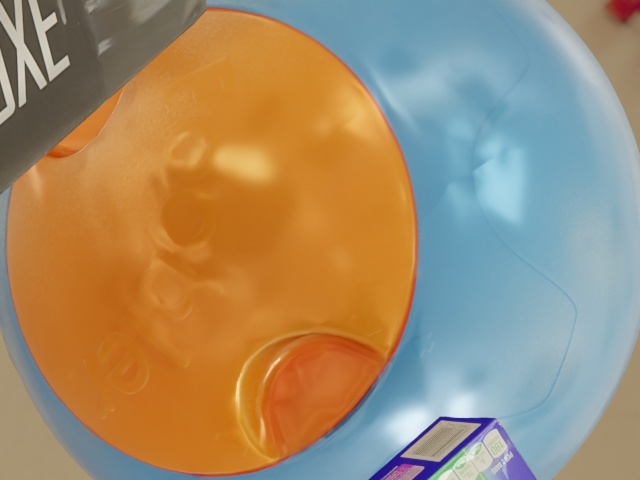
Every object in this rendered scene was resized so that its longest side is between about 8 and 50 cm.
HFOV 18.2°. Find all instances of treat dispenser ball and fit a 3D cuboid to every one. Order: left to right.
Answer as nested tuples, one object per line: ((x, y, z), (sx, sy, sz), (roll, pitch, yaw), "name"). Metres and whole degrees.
((0.000, 0.000, 0.880), (0.288, 0.288, 0.288), (22, 41, -21), "treat dispenser ball")

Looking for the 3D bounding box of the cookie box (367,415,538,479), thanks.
((0.047, 0.128, 0.670), (0.092, 0.040, 0.107), (-39, 105, -22), "cookie box")

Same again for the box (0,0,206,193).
((-0.217, -0.032, 0.463), (0.242, 0.307, 0.076), (-48, 133, -46), "box")
